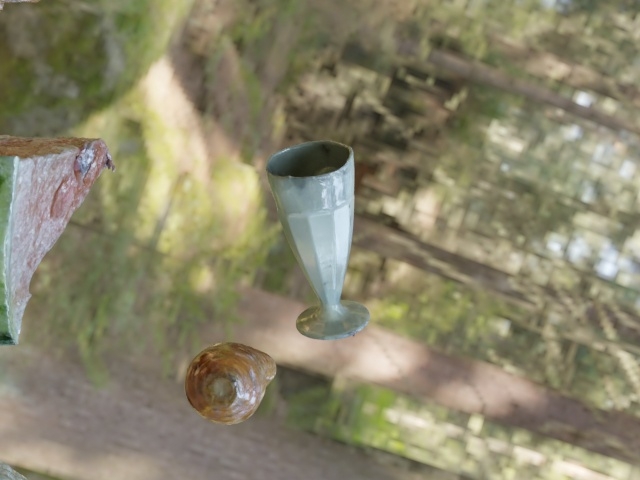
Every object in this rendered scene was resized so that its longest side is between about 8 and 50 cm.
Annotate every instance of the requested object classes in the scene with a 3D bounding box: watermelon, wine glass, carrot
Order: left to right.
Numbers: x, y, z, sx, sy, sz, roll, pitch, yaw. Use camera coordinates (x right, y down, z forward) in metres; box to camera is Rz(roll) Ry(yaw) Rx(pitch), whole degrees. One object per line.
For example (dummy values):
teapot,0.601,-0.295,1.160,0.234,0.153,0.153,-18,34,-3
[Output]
watermelon,-0.197,-0.039,0.969,0.121,0.097,0.158,86,27,-55
carrot,-0.050,0.085,1.027,0.216,0.048,0.048,6,104,-85
wine glass,0.000,0.000,1.342,0.073,0.073,0.155,-101,-178,-61

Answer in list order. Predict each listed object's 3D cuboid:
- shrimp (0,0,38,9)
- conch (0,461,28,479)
shrimp,-0.161,-0.068,0.597,0.045,0.162,0.095,6,-77,39
conch,-0.310,0.248,1.282,0.170,0.203,0.386,72,8,-59
